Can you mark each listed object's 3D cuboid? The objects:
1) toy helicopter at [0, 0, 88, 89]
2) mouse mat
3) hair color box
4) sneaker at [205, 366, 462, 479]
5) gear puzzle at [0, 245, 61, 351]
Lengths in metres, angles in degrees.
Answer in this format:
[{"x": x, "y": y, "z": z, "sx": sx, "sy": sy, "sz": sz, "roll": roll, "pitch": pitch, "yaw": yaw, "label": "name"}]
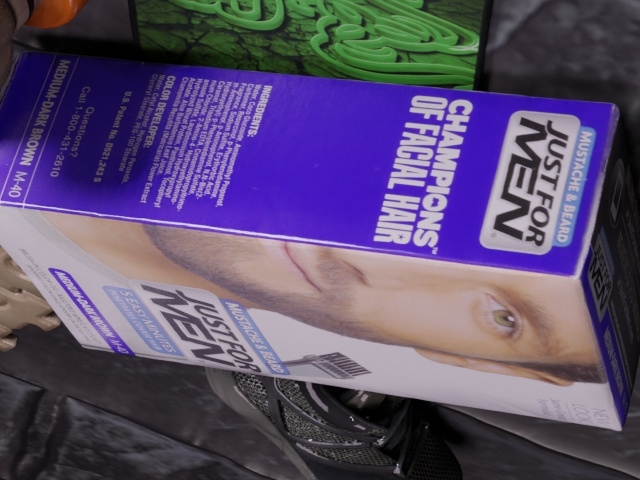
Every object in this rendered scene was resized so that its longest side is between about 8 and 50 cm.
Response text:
[{"x": -0.289, "y": -0.185, "z": 0.863, "sx": 0.235, "sy": 0.140, "sz": 0.355, "roll": 0, "pitch": 137, "yaw": 47, "label": "toy helicopter"}, {"x": -0.010, "y": -0.110, "z": 0.918, "sx": 0.189, "sy": 0.007, "sz": 0.152, "roll": 14, "pitch": 151, "yaw": 7, "label": "mouse mat"}, {"x": 0.000, "y": 0.000, "z": 0.994, "sx": 0.339, "sy": 0.110, "sz": 0.185, "roll": 6, "pitch": 153, "yaw": 20, "label": "hair color box"}, {"x": 0.039, "y": 0.123, "z": 1.214, "sx": 0.130, "sy": 0.087, "sz": 0.227, "roll": -6, "pitch": 139, "yaw": 48, "label": "sneaker"}, {"x": -0.272, "y": 0.015, "z": 1.264, "sx": 0.175, "sy": 0.044, "sz": 0.339, "roll": 29, "pitch": 153, "yaw": -22, "label": "gear puzzle"}]
